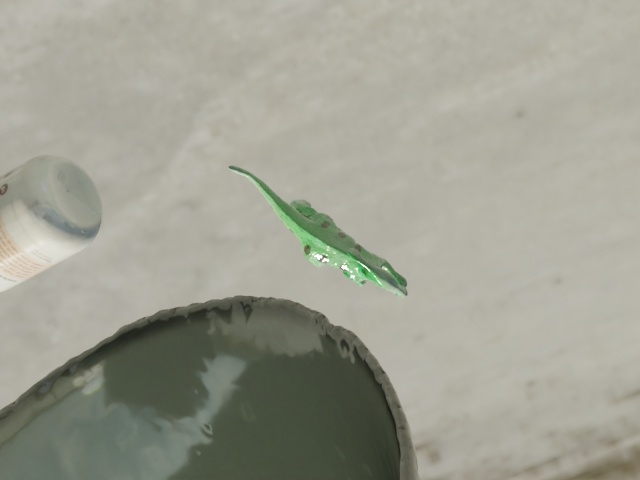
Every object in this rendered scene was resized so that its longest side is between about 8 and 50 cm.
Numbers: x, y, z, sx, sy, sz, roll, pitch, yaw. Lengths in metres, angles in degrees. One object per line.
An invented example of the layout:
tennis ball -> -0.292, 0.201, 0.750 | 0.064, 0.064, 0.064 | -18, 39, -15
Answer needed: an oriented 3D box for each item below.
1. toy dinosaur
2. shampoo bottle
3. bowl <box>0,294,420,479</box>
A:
toy dinosaur -> 0.000, 0.000, 0.792 | 0.021, 0.083, 0.062 | -57, -158, 2
shampoo bottle -> -0.241, 0.005, 1.379 | 0.192, 0.074, 0.074 | -28, 164, 31
bowl -> -0.057, 0.195, 0.650 | 0.337, 0.337, 0.157 | -30, 122, 29
